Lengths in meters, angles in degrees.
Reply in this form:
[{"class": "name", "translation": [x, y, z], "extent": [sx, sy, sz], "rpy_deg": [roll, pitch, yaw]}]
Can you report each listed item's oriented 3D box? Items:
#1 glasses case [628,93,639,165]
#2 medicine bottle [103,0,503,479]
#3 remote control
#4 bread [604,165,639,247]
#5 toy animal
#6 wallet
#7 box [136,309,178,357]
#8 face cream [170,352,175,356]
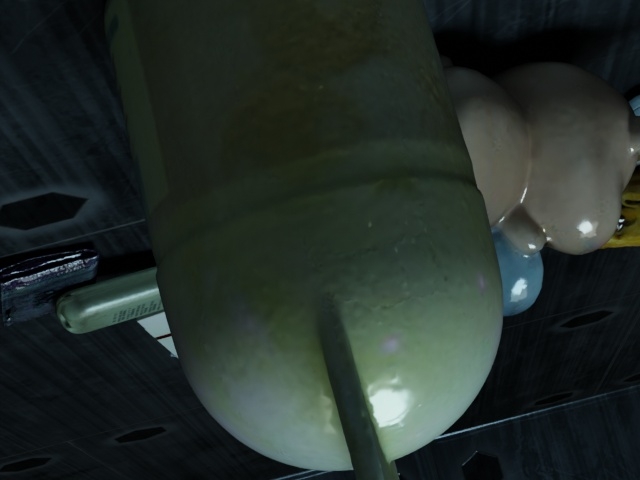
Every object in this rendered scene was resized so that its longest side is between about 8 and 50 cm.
[{"class": "glasses case", "translation": [0.338, -0.116, 1.607], "extent": [0.067, 0.045, 0.178], "rpy_deg": [-13, 164, -11]}, {"class": "medicine bottle", "translation": [0.000, 0.000, 1.066], "extent": [0.235, 0.406, 0.236], "rpy_deg": [-13, 164, -4]}, {"class": "remote control", "translation": [-0.142, 0.042, 1.688], "extent": [0.309, 0.038, 0.090], "rpy_deg": [-16, 164, -16]}, {"class": "bread", "translation": [0.393, -0.041, 1.753], "extent": [0.210, 0.099, 0.235], "rpy_deg": [-2, 180, 37]}, {"class": "toy animal", "translation": [0.155, -0.077, 1.366], "extent": [0.221, 0.229, 0.210], "rpy_deg": [42, 167, -24]}, {"class": "wallet", "translation": [-0.294, 0.048, 1.640], "extent": [0.111, 0.030, 0.166], "rpy_deg": [-17, 167, -16]}, {"class": "box", "translation": [-0.152, 0.108, 1.859], "extent": [0.084, 0.040, 0.154], "rpy_deg": [-17, 143, 18]}, {"class": "face cream", "translation": [-0.003, 0.099, 1.969], "extent": [0.385, 0.086, 0.136], "rpy_deg": [-6, 152, -9]}]
